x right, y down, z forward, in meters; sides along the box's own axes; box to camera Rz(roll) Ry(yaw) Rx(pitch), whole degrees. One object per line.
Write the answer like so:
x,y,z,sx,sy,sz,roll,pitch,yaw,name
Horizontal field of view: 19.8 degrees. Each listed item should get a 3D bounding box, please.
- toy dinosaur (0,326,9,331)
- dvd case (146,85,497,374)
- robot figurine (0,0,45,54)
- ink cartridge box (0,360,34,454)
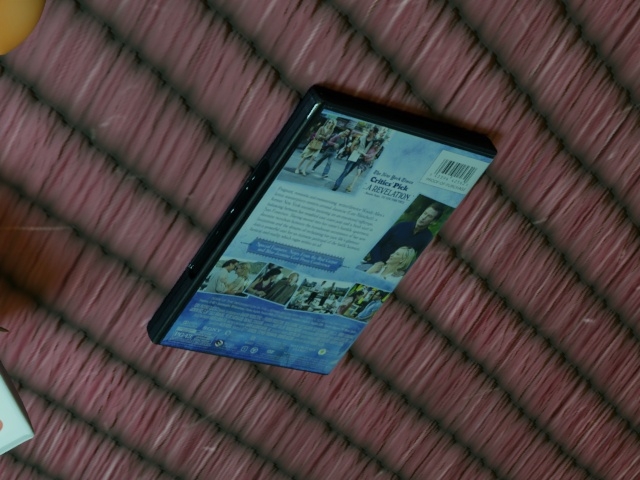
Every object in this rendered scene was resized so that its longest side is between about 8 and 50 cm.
-0.341,0.080,1.291,0.211,0.064,0.112,-32,153,20,toy dinosaur
0.000,0.000,1.414,0.180,0.022,0.253,14,125,-37,dvd case
-0.251,-0.143,1.049,0.219,0.128,0.158,-24,112,-3,robot figurine
-0.308,0.068,1.199,0.158,0.092,0.218,-29,121,-9,ink cartridge box
